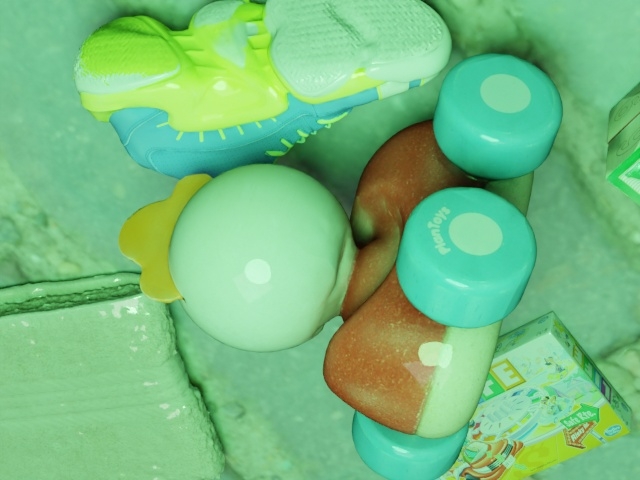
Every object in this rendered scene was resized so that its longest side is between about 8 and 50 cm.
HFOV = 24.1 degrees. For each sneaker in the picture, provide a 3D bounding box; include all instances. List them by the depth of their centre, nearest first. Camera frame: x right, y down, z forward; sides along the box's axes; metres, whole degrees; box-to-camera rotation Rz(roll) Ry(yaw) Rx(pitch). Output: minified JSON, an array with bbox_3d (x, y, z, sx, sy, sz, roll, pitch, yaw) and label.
[{"bbox_3d":[-0.031,-0.093,0.960,0.240,0.091,0.126,-1,141,13],"label":"sneaker"}]

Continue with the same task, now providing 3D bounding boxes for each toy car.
[{"bbox_3d":[0.000,0.000,0.909,0.238,0.210,0.219,15,143,2],"label":"toy car"}]

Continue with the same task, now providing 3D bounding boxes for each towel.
[{"bbox_3d":[-0.225,0.122,1.160,0.282,0.049,0.187,-8,122,17],"label":"towel"}]

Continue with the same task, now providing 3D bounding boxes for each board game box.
[{"bbox_3d":[0.132,0.126,1.089,0.154,0.026,0.103,-30,112,28],"label":"board game box"}]

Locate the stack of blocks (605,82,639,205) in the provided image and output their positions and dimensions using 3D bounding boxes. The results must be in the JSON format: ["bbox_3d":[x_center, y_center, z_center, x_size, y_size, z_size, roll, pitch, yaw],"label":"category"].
[{"bbox_3d":[0.294,-0.124,0.847,0.171,0.087,0.297,36,124,-11],"label":"stack of blocks"}]
